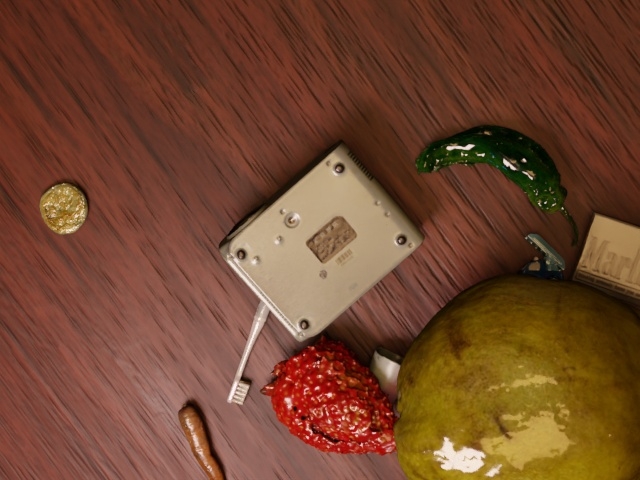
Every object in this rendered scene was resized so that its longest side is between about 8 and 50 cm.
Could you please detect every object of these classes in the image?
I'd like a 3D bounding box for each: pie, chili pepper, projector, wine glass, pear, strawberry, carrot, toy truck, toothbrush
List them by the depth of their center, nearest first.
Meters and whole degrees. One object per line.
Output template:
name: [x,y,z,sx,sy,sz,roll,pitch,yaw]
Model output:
pear: [0.300,0.225,1.504,0.413,0.352,0.352,-10,95,-3]
projector: [0.000,0.000,1.603,0.250,0.108,0.198,-40,99,4]
chili pepper: [0.289,-0.100,1.605,0.279,0.065,0.122,27,107,5]
strawberry: [0.012,0.261,1.609,0.174,0.098,0.228,-53,56,17]
toy truck: [0.335,0.035,1.621,0.073,0.056,0.090,2,83,2]
wine glass: [0.090,0.252,1.658,0.073,0.073,0.155,22,99,3]
toothbrush: [-0.084,0.104,1.684,0.030,0.025,0.342,19,98,-3]
pie: [-0.411,-0.051,1.706,0.084,0.021,0.084,0,92,6]
carrot: [-0.190,0.341,1.716,0.035,0.035,0.165,-20,96,8]

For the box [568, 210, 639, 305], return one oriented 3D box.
box: [0.481,0.036,1.611,0.177,0.036,0.115,19,97,4]
